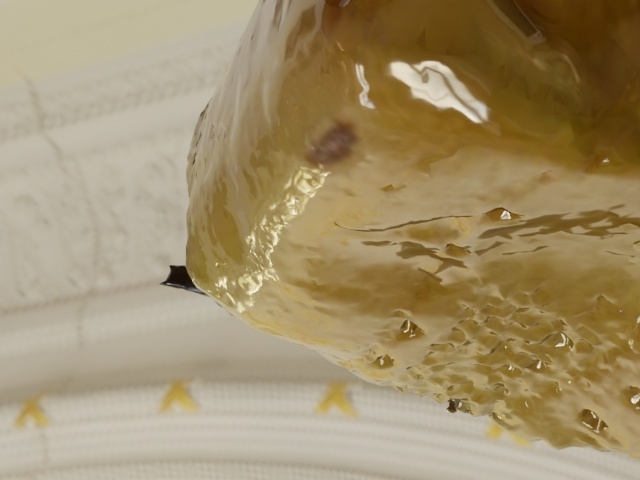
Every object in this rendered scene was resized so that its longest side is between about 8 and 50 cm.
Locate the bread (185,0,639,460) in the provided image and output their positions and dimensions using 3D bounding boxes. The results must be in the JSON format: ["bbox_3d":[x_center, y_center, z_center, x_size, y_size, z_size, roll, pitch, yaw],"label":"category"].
[{"bbox_3d":[0.148,-0.072,0.865,0.394,0.361,0.250,126,-18,-66],"label":"bread"}]

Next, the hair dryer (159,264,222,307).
[{"bbox_3d":[0.000,0.000,1.429,0.340,0.312,0.123,-1,-130,30],"label":"hair dryer"}]
